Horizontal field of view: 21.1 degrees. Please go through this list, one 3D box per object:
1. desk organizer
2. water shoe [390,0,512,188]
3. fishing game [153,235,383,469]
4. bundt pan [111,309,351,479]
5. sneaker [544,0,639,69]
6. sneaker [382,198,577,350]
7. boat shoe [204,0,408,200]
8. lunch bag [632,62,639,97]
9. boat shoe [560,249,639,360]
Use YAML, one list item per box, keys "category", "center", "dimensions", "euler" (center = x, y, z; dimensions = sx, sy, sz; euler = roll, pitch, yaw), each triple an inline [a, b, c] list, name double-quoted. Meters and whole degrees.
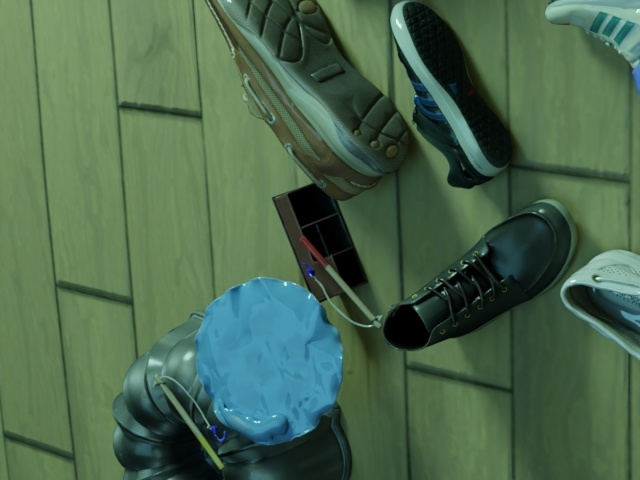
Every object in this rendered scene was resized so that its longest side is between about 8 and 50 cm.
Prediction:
- category: "desk organizer"
  center: [0.000, 0.000, 1.918]
  dimensions: [0.050, 0.047, 0.130]
  euler: [-22, 90, 40]
- category: "water shoe"
  center: [0.114, -0.145, 1.752]
  dimensions: [0.080, 0.073, 0.203]
  euler: [-35, 80, 44]
- category: "fishing game"
  center: [-0.053, 0.134, 1.921]
  dimensions: [0.264, 0.041, 0.189]
  euler: [-47, 74, 17]
- category: "bundt pan"
  center: [-0.128, 0.253, 2.063]
  dimensions: [0.330, 0.124, 0.331]
  euler: [15, 114, 38]
- category: "sneaker"
  center: [0.280, -0.193, 1.602]
  dimensions: [0.161, 0.057, 0.075]
  euler: [4, 102, 37]
- category: "sneaker"
  center: [0.163, 0.046, 1.743]
  dimensions: [0.083, 0.118, 0.222]
  euler: [54, 131, 13]
- category: "boat shoe"
  center: [-0.042, -0.178, 1.847]
  dimensions: [0.324, 0.123, 0.116]
  euler: [55, 133, 14]
- category: "lunch bag"
  center: [0.409, -0.107, 1.467]
  dimensions: [0.221, 0.138, 0.293]
  euler: [-38, 77, 38]
- category: "boat shoe"
  center: [0.349, 0.098, 1.615]
  dimensions: [0.277, 0.096, 0.098]
  euler: [24, 119, 33]
